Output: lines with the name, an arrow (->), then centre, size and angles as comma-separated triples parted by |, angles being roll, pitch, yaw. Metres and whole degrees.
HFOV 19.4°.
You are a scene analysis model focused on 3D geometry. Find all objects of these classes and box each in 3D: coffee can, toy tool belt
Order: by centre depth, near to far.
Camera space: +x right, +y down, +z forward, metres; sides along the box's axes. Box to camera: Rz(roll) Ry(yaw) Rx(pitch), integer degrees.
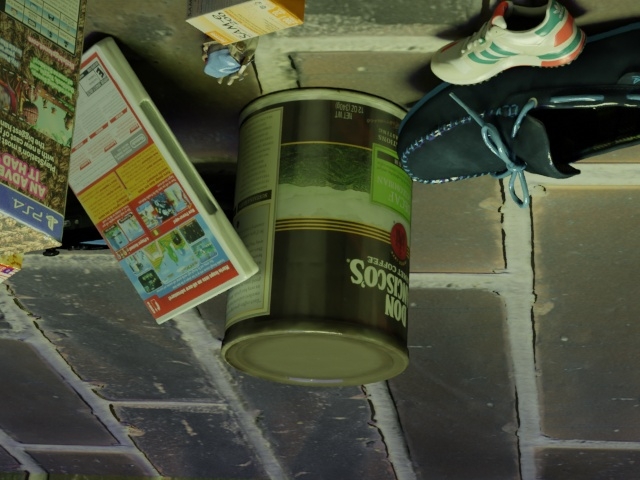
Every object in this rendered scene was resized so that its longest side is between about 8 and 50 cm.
toy tool belt -> -0.096, -0.181, 1.880 | 0.052, 0.051, 0.083 | 16, 157, -30
coffee can -> 0.000, 0.000, 2.032 | 0.201, 0.275, 0.201 | 2, 160, 1

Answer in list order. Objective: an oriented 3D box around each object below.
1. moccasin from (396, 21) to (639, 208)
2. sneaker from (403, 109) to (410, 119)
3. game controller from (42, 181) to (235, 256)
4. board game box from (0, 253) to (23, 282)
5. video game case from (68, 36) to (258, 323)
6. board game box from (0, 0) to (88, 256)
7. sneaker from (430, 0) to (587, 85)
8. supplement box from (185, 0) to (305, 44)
moccasin -> 0.223, -0.119, 1.845 | 0.342, 0.117, 0.137 | -22, 143, 31
sneaker -> 0.169, -0.117, 2.002 | 0.152, 0.058, 0.084 | -12, 147, 21
game controller -> -0.200, -0.018, 2.287 | 0.319, 0.067, 0.166 | -7, 166, 30
board game box -> -0.363, -0.042, 2.090 | 0.045, 0.194, 0.147 | 20, 154, -26
video game case -> -0.196, -0.058, 1.981 | 0.025, 0.285, 0.204 | -35, -176, -36
board game box -> -0.339, -0.155, 1.644 | 0.141, 0.291, 0.232 | -10, 155, 32
sneaker -> 0.172, -0.200, 1.804 | 0.161, 0.057, 0.075 | -7, 140, 31
supplement box -> -0.072, -0.223, 1.784 | 0.098, 0.036, 0.062 | -11, 155, 35
